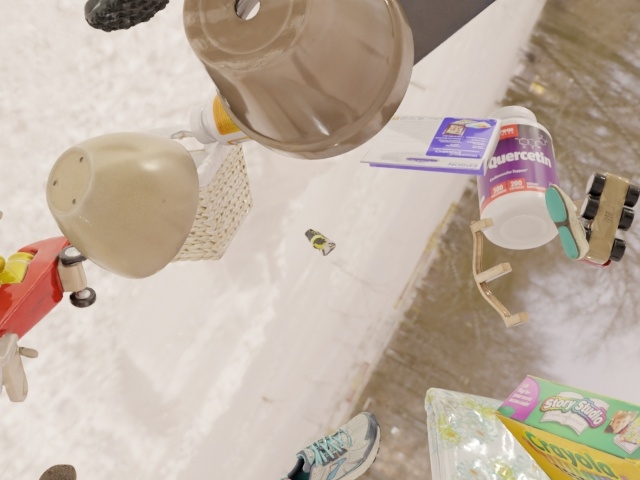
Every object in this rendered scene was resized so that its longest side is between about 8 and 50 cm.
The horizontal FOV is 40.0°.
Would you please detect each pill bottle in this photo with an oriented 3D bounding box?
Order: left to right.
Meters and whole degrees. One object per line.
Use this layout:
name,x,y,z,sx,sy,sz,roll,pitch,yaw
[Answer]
pill bottle,-0.195,-0.311,2.173,0.136,0.245,0.136,31,54,-57
pill bottle,0.448,-0.151,2.010,0.181,0.181,0.323,108,-12,-52

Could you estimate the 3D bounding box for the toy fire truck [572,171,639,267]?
toy fire truck,0.661,-0.042,2.197,0.246,0.158,0.217,94,14,-77

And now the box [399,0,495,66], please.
box,0.282,-0.719,2.088,0.480,0.297,0.472,-32,-152,53

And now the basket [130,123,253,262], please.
basket,-0.376,-0.124,2.307,0.331,0.328,0.266,-67,150,-57

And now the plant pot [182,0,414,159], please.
plant pot,-0.051,-0.297,1.282,0.323,0.323,0.280,-63,161,5

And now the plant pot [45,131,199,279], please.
plant pot,-0.394,-0.084,1.639,0.191,0.284,0.284,20,99,-50

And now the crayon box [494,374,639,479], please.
crayon box,0.479,0.374,1.356,0.106,0.313,0.363,-45,-166,-14

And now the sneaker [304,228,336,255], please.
sneaker,0.000,0.000,1.512,0.031,0.035,0.083,-42,154,3

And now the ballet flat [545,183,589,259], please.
ballet flat,0.506,-0.043,1.801,0.052,0.168,0.057,-27,-167,-29

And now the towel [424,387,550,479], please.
towel,0.390,0.468,1.853,0.374,0.320,0.090,-87,-166,-60

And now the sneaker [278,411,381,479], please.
sneaker,0.018,0.489,1.955,0.283,0.122,0.110,-49,-143,8

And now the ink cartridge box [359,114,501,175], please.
ink cartridge box,0.194,-0.157,1.524,0.208,0.206,0.045,-55,145,-53

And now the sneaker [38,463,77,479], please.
sneaker,-0.472,0.474,1.553,0.188,0.066,0.071,-102,-161,-66

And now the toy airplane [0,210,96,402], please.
toy airplane,-0.680,0.139,1.830,0.384,0.272,0.386,39,64,-71

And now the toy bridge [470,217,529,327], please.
toy bridge,0.285,0.054,1.459,0.026,0.188,0.063,-6,162,-42

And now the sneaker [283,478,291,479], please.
sneaker,-0.083,0.537,1.888,0.118,0.042,0.067,-82,154,-65

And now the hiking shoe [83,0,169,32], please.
hiking shoe,-0.327,-0.512,1.643,0.304,0.132,0.113,-40,160,-4
